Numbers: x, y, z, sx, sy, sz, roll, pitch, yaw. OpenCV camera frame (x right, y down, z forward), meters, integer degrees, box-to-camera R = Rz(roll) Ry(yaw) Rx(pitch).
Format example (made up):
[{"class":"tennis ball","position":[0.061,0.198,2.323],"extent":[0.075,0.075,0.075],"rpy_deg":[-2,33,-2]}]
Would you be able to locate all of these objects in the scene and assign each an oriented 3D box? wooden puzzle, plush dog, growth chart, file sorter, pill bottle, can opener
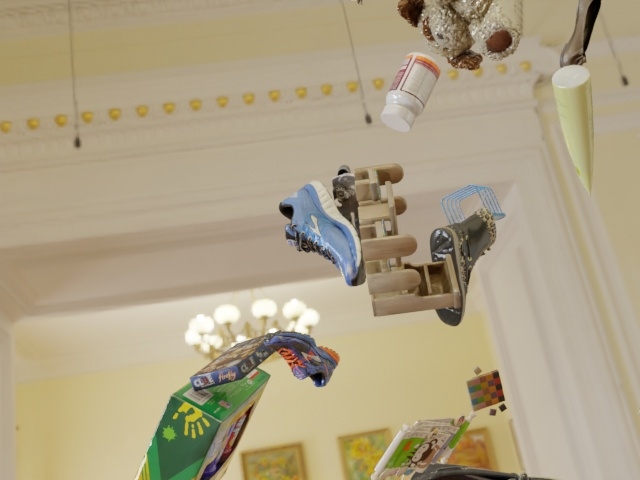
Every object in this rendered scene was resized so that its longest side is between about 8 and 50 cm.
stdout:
[{"class":"wooden puzzle","position":[0.233,0.213,1.098],"extent":[0.049,0.083,0.006],"rpy_deg":[-17,17,-6]},{"class":"plush dog","position":[0.298,-0.488,1.662],"extent":[0.262,0.211,0.225],"rpy_deg":[43,-38,-9]},{"class":"growth chart","position":[0.218,0.437,1.646],"extent":[0.237,0.021,0.172],"rpy_deg":[3,-61,-39]},{"class":"file sorter","position":[0.422,-0.089,2.156],"extent":[0.118,0.105,0.170],"rpy_deg":[-26,-11,25]},{"class":"pill bottle","position":[0.271,-0.447,2.350],"extent":[0.121,0.221,0.121],"rpy_deg":[24,-14,7]},{"class":"can opener","position":[0.089,-0.059,2.007],"extent":[0.075,0.095,0.284],"rpy_deg":[-5,-57,13]}]

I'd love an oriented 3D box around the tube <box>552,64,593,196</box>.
[{"class":"tube","position":[0.444,-0.188,1.342],"extent":[0.062,0.070,0.240],"rpy_deg":[23,-28,39]}]

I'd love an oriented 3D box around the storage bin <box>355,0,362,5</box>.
[{"class":"storage bin","position":[0.050,-0.567,1.624],"extent":[0.091,0.135,0.098],"rpy_deg":[6,4,2]}]

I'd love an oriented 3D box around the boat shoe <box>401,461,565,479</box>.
[{"class":"boat shoe","position":[0.431,0.617,1.772],"extent":[0.499,0.187,0.156],"rpy_deg":[12,-11,3]}]

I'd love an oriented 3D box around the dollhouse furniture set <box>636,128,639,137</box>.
[{"class":"dollhouse furniture set","position":[0.778,-0.254,1.664],"extent":[0.151,0.144,0.123],"rpy_deg":[7,-70,-38]}]

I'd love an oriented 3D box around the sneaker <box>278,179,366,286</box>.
[{"class":"sneaker","position":[0.000,0.000,1.850],"extent":[0.147,0.330,0.130],"rpy_deg":[-25,-42,-12]}]

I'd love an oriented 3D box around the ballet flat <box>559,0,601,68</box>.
[{"class":"ballet flat","position":[0.665,-0.537,1.937],"extent":[0.058,0.250,0.084],"rpy_deg":[17,-6,45]}]

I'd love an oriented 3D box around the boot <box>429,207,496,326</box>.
[{"class":"boot","position":[0.324,0.056,1.721],"extent":[0.085,0.237,0.178],"rpy_deg":[13,30,42]}]

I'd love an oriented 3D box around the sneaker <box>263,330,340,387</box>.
[{"class":"sneaker","position":[-0.041,0.261,1.719],"extent":[0.083,0.087,0.221],"rpy_deg":[-13,-35,44]}]

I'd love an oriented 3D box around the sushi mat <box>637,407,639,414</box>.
[{"class":"sushi mat","position":[0.960,0.478,1.941],"extent":[0.019,0.316,0.152],"rpy_deg":[-37,-33,-33]}]

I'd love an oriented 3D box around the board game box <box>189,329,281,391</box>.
[{"class":"board game box","position":[-0.219,0.323,2.098],"extent":[0.165,0.042,0.243],"rpy_deg":[-20,6,29]}]

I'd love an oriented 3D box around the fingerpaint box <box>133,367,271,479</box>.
[{"class":"fingerpaint box","position":[-0.336,0.564,2.206],"extent":[0.163,0.371,0.445],"rpy_deg":[27,11,9]}]

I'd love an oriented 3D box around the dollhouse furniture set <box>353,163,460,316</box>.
[{"class":"dollhouse furniture set","position":[0.158,0.009,1.399],"extent":[0.160,0.212,0.242],"rpy_deg":[-8,-51,5]}]
